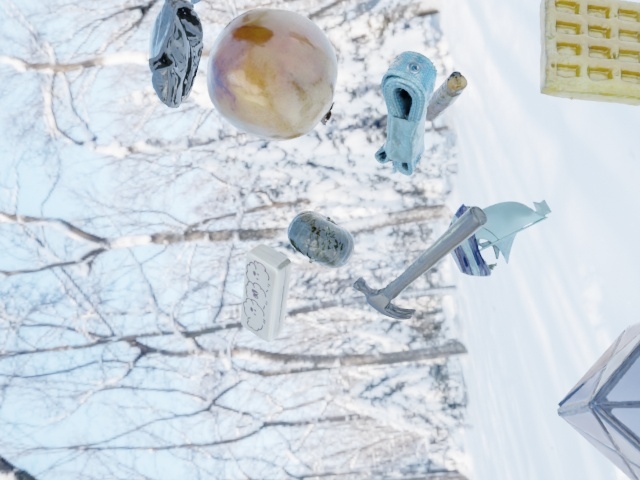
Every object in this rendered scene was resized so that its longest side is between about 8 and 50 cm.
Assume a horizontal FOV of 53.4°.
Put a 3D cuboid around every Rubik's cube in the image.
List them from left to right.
[{"bbox_3d":[0.766,0.372,1.413,0.310,0.307,0.305,44,171,16],"label":"Rubik's cube"}]

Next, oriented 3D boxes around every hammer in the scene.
[{"bbox_3d":[0.242,0.056,1.520,0.044,0.168,0.440,-51,0,-43],"label":"hammer"}]

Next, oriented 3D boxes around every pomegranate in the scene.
[{"bbox_3d":[-0.098,-0.364,1.444,0.319,0.319,0.319,-9,-90,-80],"label":"pomegranate"}]

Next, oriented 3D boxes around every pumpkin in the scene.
[{"bbox_3d":[0.000,0.000,1.991,0.157,0.223,0.223,-65,-8,5],"label":"pumpkin"}]

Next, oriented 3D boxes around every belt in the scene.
[{"bbox_3d":[0.152,-0.221,1.159,0.302,0.087,0.072,85,-151,-65],"label":"belt"}]

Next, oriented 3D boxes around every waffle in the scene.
[{"bbox_3d":[0.578,-0.408,1.353,0.055,0.221,0.248,97,180,-70],"label":"waffle"}]

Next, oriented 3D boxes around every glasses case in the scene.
[{"bbox_3d":[-0.184,0.178,2.118,0.076,0.144,0.336,-36,-35,-44],"label":"glasses case"}]

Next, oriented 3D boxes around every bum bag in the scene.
[{"bbox_3d":[-0.210,-0.272,0.929,0.326,0.079,0.142,-130,47,-69],"label":"bum bag"}]

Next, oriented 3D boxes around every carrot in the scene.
[{"bbox_3d":[0.326,-0.382,1.713,0.260,0.070,0.070,138,125,-80],"label":"carrot"}]

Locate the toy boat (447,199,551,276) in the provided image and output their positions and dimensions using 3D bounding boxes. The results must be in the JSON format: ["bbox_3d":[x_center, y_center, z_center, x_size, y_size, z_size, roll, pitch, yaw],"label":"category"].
[{"bbox_3d":[0.470,-0.004,1.689,0.070,0.291,0.210,-121,29,-66],"label":"toy boat"}]

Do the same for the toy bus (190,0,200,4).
[{"bbox_3d":[-0.302,-0.764,1.778,0.114,0.201,0.098,50,166,-25],"label":"toy bus"}]
